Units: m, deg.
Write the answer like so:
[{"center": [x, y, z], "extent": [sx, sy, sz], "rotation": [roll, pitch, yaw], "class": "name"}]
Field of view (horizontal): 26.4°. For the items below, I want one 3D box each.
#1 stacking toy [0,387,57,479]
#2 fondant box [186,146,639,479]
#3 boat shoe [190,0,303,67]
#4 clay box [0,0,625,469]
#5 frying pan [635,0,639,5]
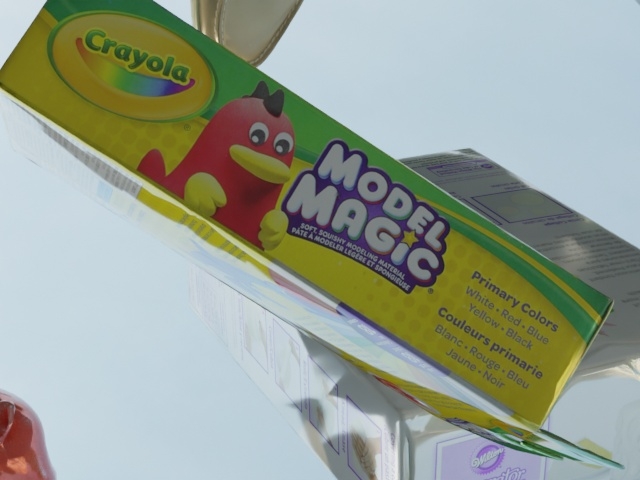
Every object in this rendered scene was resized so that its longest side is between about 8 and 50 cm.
[{"center": [-0.232, 0.158, 0.992], "extent": [0.309, 0.280, 0.130], "rotation": [22, -93, 51], "class": "stacking toy"}, {"center": [0.078, 0.047, 0.876], "extent": [0.238, 0.096, 0.330], "rotation": [-11, -155, -23], "class": "fondant box"}, {"center": [-0.029, -0.282, 1.217], "extent": [0.098, 0.109, 0.302], "rotation": [43, -64, 48], "class": "boat shoe"}, {"center": [0.000, 0.000, 0.462], "extent": [0.222, 0.127, 0.053], "rotation": [32, -99, -7], "class": "clay box"}, {"center": [0.267, -0.209, 1.085], "extent": [0.326, 0.053, 0.197], "rotation": [-7, -135, -3], "class": "frying pan"}]
